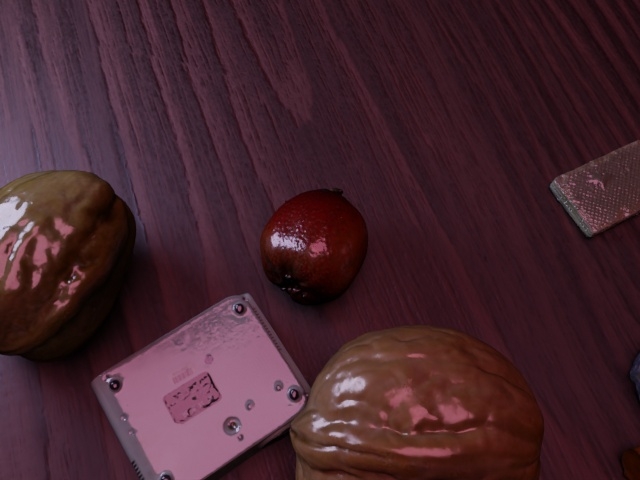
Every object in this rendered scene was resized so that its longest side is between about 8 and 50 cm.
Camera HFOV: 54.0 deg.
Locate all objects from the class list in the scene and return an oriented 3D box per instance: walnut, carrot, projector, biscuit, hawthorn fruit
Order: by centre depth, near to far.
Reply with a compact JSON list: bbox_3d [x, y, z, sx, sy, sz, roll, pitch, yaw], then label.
[{"bbox_3d":[0.117,0.250,0.790,0.312,0.277,0.252,4,28,-7],"label":"walnut"},{"bbox_3d":[-0.157,0.219,0.873,0.250,0.108,0.198,-30,72,-15],"label":"projector"},{"bbox_3d":[-0.390,0.031,0.884,0.282,0.227,0.283,-21,46,23],"label":"walnut"},{"bbox_3d":[0.538,0.310,0.893,0.205,0.072,0.072,-9,67,-10],"label":"carrot"},{"bbox_3d":[0.000,0.000,0.952,0.169,0.169,0.188,29,65,10],"label":"hawthorn fruit"},{"bbox_3d":[0.511,-0.093,1.085,0.199,0.041,0.121,-24,68,-12],"label":"biscuit"}]

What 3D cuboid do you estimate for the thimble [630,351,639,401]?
[{"bbox_3d":[0.547,0.203,0.924,0.150,0.098,0.150,2,66,-4],"label":"thimble"}]
